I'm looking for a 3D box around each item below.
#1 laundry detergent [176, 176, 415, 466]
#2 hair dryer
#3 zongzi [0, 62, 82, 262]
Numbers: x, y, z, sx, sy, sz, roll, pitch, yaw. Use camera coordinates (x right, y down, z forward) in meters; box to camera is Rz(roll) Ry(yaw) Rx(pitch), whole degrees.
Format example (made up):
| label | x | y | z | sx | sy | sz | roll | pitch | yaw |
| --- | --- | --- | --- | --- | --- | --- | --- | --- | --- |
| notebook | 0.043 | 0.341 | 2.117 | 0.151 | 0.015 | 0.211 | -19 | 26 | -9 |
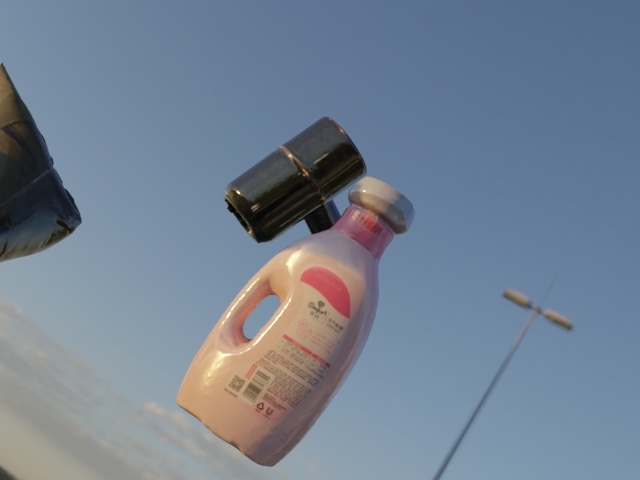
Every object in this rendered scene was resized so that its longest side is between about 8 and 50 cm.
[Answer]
| label | x | y | z | sx | sy | sz | roll | pitch | yaw |
| --- | --- | --- | --- | --- | --- | --- | --- | --- | --- |
| laundry detergent | -0.015 | 0.080 | 1.087 | 0.159 | 0.335 | 0.088 | 32 | -10 | 14 |
| hair dryer | 0.000 | 0.000 | 1.438 | 0.107 | 0.189 | 0.352 | 45 | -13 | 44 |
| zongzi | -0.499 | -0.112 | 1.388 | 0.145 | 0.274 | 0.300 | -16 | -87 | 22 |
